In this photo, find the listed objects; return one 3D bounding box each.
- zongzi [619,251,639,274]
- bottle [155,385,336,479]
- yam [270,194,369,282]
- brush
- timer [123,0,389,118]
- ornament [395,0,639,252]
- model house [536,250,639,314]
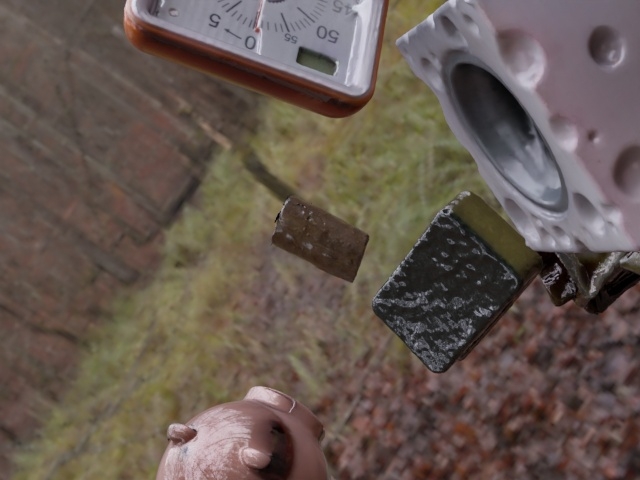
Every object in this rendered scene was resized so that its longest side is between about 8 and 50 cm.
[{"bbox_3d":[0.356,0.000,1.256,0.083,0.073,0.067,-20,20,-21],"label":"zongzi"},{"bbox_3d":[-0.043,0.197,0.847,0.236,0.148,0.147,78,-148,-51],"label":"bottle"},{"bbox_3d":[0.001,-0.003,1.645,0.084,0.127,0.084,25,-90,-87],"label":"yam"},{"bbox_3d":[0.145,0.050,1.350,0.059,0.123,0.197,-34,-16,-46],"label":"brush"},{"bbox_3d":[-0.066,-0.244,1.278,0.250,0.257,0.161,-86,19,-47],"label":"timer"},{"bbox_3d":[0.245,-0.151,1.041,0.240,0.239,0.239,-35,6,-9],"label":"ornament"},{"bbox_3d":[0.387,-0.082,1.739,0.297,0.317,0.282,-36,-17,5],"label":"model house"}]
